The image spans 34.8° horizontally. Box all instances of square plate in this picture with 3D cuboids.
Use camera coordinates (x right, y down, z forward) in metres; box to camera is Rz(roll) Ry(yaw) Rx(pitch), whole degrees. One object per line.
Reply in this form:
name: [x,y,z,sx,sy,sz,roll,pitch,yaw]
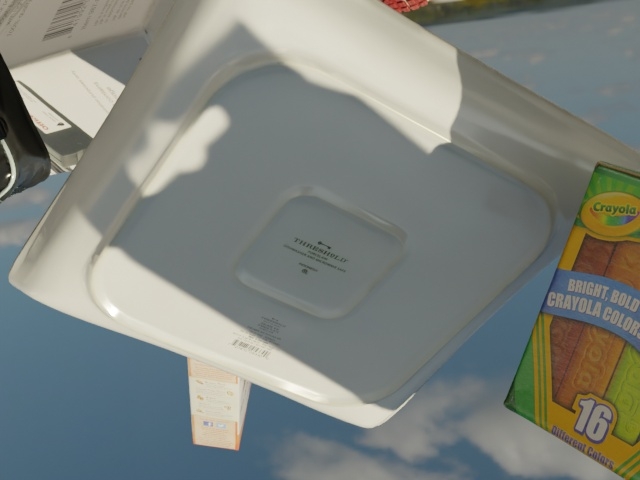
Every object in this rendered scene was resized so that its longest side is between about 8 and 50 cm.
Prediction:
square plate: [0.000,0.000,0.728,0.347,0.344,0.049,25,-145,-23]

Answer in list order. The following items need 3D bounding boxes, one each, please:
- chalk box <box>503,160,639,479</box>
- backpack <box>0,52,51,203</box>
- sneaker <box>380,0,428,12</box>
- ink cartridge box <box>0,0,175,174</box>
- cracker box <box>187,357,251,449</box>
chalk box: [0.230,0.035,0.615,0.132,0.213,0.132,11,-169,-41]
backpack: [-0.403,-0.105,0.946,0.254,0.225,0.191,-24,-171,4]
sneaker: [0.071,-0.337,1.282,0.225,0.092,0.088,-8,155,44]
ink cartridge box: [-0.264,-0.234,1.172,0.395,0.166,0.285,-7,-132,30]
cracker box: [-0.119,0.137,1.280,0.067,0.232,0.155,7,-129,2]
